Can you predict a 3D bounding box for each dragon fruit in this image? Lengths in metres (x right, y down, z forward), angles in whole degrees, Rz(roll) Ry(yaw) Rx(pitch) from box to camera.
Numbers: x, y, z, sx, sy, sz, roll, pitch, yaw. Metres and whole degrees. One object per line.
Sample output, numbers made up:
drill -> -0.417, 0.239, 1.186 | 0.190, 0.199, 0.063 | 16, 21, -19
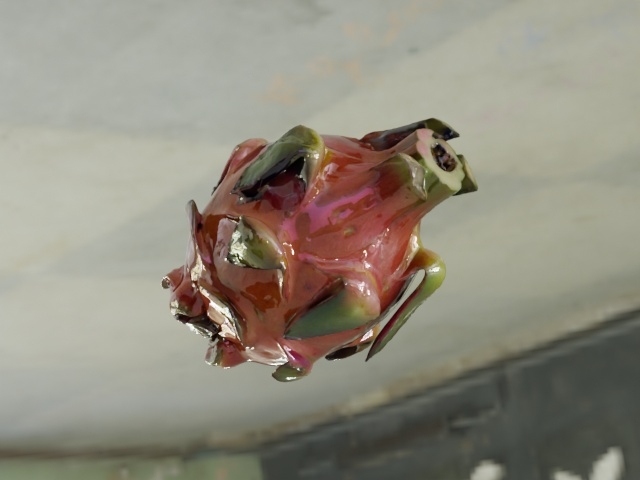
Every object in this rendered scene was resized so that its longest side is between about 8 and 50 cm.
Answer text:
dragon fruit -> 0.000, -0.002, 0.625 | 0.116, 0.086, 0.081 | -48, 180, 30
